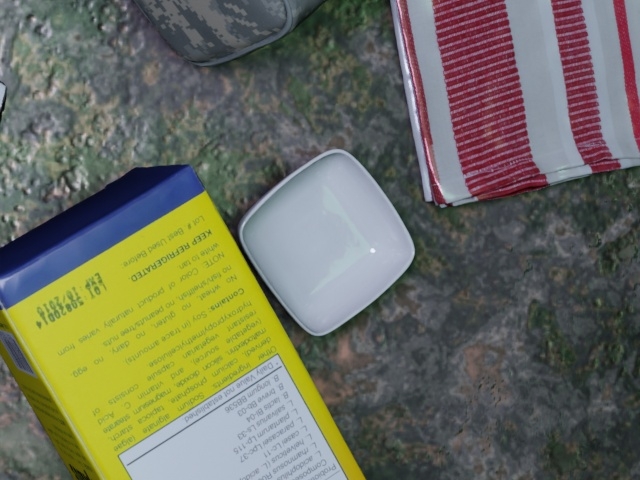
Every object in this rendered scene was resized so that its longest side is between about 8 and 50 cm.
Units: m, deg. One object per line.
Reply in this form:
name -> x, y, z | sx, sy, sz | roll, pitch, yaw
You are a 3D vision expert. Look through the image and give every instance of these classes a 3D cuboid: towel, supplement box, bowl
towel -> 0.236, -0.176, 1.703 | 0.329, 0.037, 0.237 | -13, 95, -19
supplement box -> -0.131, 0.135, 1.493 | 0.194, 0.195, 0.357 | -31, 101, -16
bowl -> 0.000, 0.000, 1.612 | 0.142, 0.053, 0.142 | -39, 104, -14

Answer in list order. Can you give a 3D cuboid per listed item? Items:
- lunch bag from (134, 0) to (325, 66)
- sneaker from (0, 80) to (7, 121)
lunch bag -> -0.072, -0.346, 1.503 | 0.256, 0.212, 0.305 | -46, 107, -30
sneaker -> -0.333, -0.076, 1.481 | 0.077, 0.072, 0.178 | 32, 75, -7
